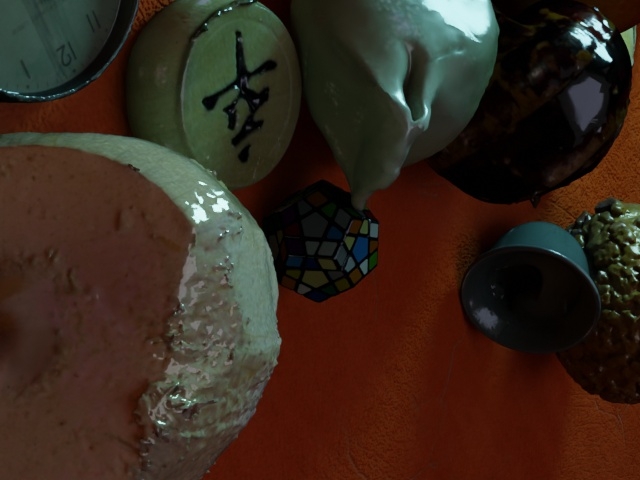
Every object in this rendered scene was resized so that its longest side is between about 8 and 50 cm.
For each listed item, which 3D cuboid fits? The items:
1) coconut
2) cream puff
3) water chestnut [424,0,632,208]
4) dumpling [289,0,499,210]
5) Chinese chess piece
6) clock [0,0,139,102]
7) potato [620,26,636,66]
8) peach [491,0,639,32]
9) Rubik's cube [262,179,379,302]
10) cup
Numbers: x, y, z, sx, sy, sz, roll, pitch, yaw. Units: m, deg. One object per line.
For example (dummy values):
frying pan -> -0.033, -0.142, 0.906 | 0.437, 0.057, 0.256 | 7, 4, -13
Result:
coconut -> -0.172, 0.064, 0.760 | 0.254, 0.297, 0.297 | 56, 52, -78
cream puff -> 0.472, 0.098, 1.630 | 0.343, 0.231, 0.327 | 140, -51, -81
water chestnut -> 0.232, -0.190, 1.243 | 0.300, 0.300, 0.300 | -20, 116, -48
dumpling -> 0.083, -0.191, 1.068 | 0.320, 0.212, 0.270 | -47, 130, -33
Chinese chess piece -> -0.096, -0.139, 0.960 | 0.188, 0.083, 0.188 | -18, 112, -51
clock -> -0.230, -0.213, 0.795 | 0.215, 0.042, 0.215 | -20, 116, -49
potato -> 0.430, -0.322, 1.593 | 0.200, 0.081, 0.164 | -11, 101, -54
peach -> 0.353, -0.416, 1.320 | 0.306, 0.242, 0.380 | -58, 145, -6
Rubik's cube -> 0.000, 0.000, 1.100 | 0.133, 0.112, 0.133 | -19, 115, -47
cup -> 0.317, 0.045, 1.497 | 0.150, 0.199, 0.199 | -63, 145, -48
